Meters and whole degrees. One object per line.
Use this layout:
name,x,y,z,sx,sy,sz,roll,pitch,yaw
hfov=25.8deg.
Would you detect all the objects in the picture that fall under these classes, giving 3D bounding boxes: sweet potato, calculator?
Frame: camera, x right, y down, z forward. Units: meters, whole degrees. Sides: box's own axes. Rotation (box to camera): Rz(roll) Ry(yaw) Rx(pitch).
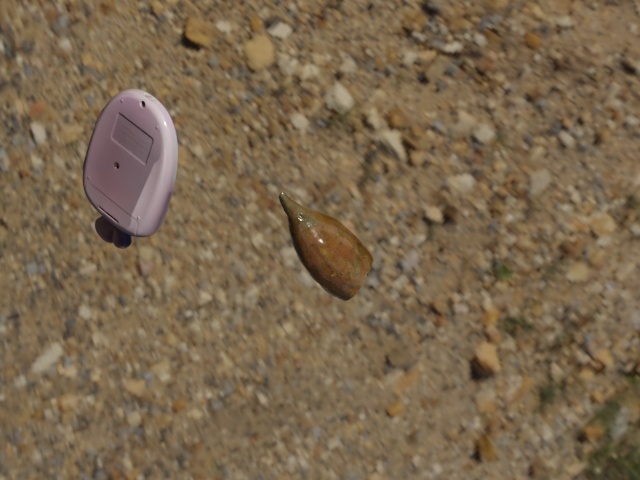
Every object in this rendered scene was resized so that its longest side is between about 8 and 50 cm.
sweet potato,0.000,0.000,1.076,0.049,0.049,0.117,-40,128,1
calculator,-0.177,-0.062,1.281,0.024,0.103,0.166,-23,142,-49
